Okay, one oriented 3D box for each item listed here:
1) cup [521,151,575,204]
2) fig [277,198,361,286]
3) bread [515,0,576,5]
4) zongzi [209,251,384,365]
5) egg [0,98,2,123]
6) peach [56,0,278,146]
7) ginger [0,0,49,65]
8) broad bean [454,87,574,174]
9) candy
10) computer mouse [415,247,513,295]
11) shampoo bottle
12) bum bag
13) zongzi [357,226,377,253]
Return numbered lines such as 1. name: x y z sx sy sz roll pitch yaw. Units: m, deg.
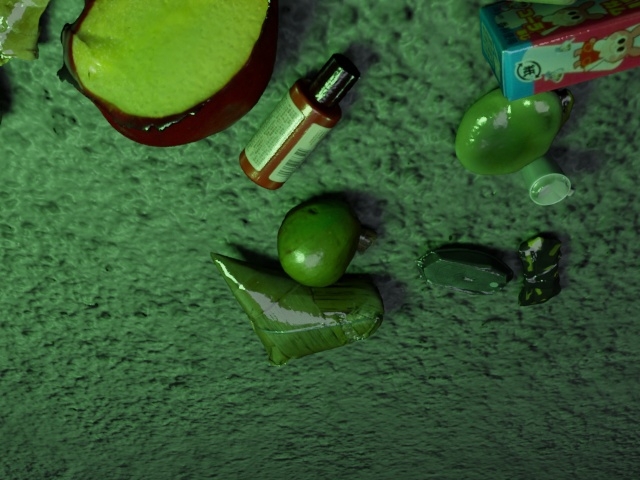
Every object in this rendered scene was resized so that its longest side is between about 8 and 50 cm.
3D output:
1. cup: 0.450 -0.125 1.086 0.104 0.116 0.074 15 129 -13
2. fig: 0.000 0.000 1.158 0.191 0.181 0.181 -38 123 21
3. bread: 0.220 -0.442 0.772 0.339 0.155 0.187 5 136 -6
4. zongzi: -0.044 0.112 1.280 0.323 0.160 0.360 -22 122 11
5. egg: -0.632 -0.250 0.944 0.141 0.141 0.181 -12 142 10
6. peach: -0.201 -0.300 0.873 0.362 0.201 0.257 -33 86 10
7. ginger: -0.476 -0.399 0.859 0.131 0.086 0.294 31 117 -15
8. broad bean: 0.360 -0.211 1.030 0.228 0.100 0.169 -23 121 34
9. candy: 0.422 -0.338 0.865 0.306 0.157 0.100 -13 135 11
10. computer mouse: 0.335 0.062 1.289 0.231 0.071 0.126 10 146 3
11. shampoo bottle: -0.035 -0.218 1.004 0.104 0.104 0.278 29 126 -24
12. bum bag: 0.519 0.073 1.304 0.107 0.060 0.232 -16 133 1
13. zongzi: 0.078 -0.004 1.252 0.076 0.040 0.083 25 145 -13
